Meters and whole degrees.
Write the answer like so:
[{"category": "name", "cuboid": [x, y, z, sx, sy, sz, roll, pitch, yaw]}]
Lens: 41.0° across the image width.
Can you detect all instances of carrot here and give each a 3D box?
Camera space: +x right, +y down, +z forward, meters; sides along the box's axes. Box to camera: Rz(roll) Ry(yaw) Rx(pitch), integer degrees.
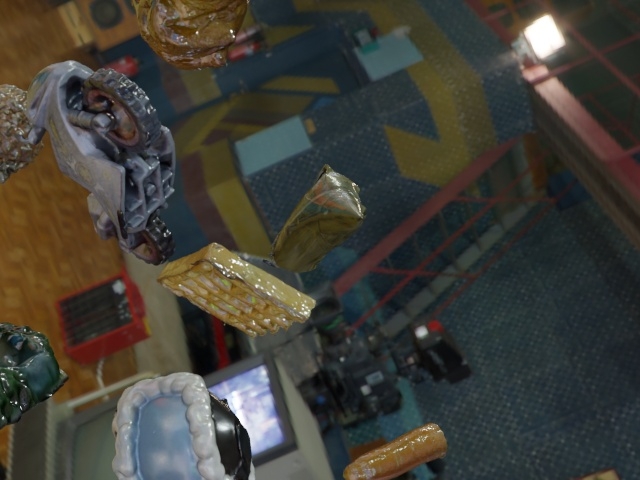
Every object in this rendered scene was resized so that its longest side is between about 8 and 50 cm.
[{"category": "carrot", "cuboid": [0.089, 0.271, 1.059, 0.048, 0.139, 0.048, 42, -39, 47]}]

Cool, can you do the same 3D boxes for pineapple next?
[{"category": "pineapple", "cuboid": [-0.607, -0.199, 1.647, 0.166, 0.166, 0.193, 59, 26, -72]}]

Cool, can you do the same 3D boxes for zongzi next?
[{"category": "zongzi", "cuboid": [-0.003, 0.002, 1.421, 0.094, 0.205, 0.204, 31, 15, -23]}]

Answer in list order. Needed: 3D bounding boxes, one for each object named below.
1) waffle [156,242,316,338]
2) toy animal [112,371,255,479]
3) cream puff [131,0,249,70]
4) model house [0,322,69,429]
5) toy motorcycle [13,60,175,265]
[{"category": "waffle", "cuboid": [-0.206, 0.122, 2.014, 0.304, 0.077, 0.348, 33, -24, -19]}, {"category": "toy animal", "cuboid": [-0.202, 0.308, 1.231, 0.156, 0.204, 0.208, -87, 160, -50]}, {"category": "cream puff", "cuboid": [-0.162, -0.345, 1.089, 0.269, 0.155, 0.241, -108, -142, -54]}, {"category": "model house", "cuboid": [-0.627, 0.129, 1.124, 0.400, 0.395, 0.445, 64, 20, -5]}, {"category": "toy motorcycle", "cuboid": [-0.175, -0.060, 0.688, 0.122, 0.080, 0.215, 32, -32, 17]}]
